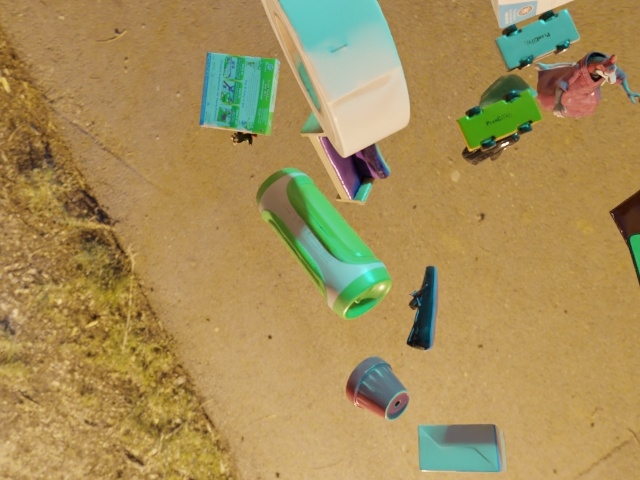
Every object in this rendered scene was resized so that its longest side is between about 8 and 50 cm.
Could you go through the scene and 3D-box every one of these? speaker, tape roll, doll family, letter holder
[{"bbox_3d":[0.000,0.000,0.937,0.131,0.131,0.296,-51,61,24],"label":"speaker"},{"bbox_3d":[0.012,-0.258,0.684,0.100,0.286,0.286,-26,114,1],"label":"tape roll"},{"bbox_3d":[-0.268,-0.433,1.809,0.112,0.076,0.192,-13,95,13],"label":"doll family"},{"bbox_3d":[1.066,-0.077,1.490,0.152,0.214,0.302,4,147,-21],"label":"letter holder"}]

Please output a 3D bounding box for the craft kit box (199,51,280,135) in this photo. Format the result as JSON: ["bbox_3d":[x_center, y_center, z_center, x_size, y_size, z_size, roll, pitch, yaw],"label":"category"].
[{"bbox_3d":[-0.274,-0.494,1.705,0.247,0.061,0.249,11,98,14],"label":"craft kit box"}]

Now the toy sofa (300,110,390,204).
[{"bbox_3d":[0.095,-0.292,1.727,0.177,0.150,0.362,7,147,32],"label":"toy sofa"}]

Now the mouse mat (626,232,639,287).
[{"bbox_3d":[0.514,0.041,0.648,0.190,0.152,0.007,-3,137,19],"label":"mouse mat"}]

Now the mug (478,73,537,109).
[{"bbox_3d":[0.462,-0.353,1.293,0.158,0.129,0.097,-40,84,-20],"label":"mug"}]

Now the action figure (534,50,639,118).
[{"bbox_3d":[0.884,-0.540,1.669,0.248,0.370,0.275,-3,83,4],"label":"action figure"}]

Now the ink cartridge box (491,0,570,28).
[{"bbox_3d":[0.237,-0.265,0.435,0.180,0.104,0.060,-17,82,19],"label":"ink cartridge box"}]

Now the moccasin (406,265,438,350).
[{"bbox_3d":[0.401,0.259,2.002,0.117,0.341,0.137,3,157,21],"label":"moccasin"}]

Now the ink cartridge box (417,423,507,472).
[{"bbox_3d":[0.272,0.391,0.941,0.134,0.077,0.231,-9,153,21],"label":"ink cartridge box"}]

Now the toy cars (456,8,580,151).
[{"bbox_3d":[0.452,-0.368,1.188,0.177,0.087,0.393,26,88,-1],"label":"toy cars"}]

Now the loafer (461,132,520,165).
[{"bbox_3d":[0.549,-0.295,1.607,0.078,0.076,0.223,42,155,-15],"label":"loafer"}]

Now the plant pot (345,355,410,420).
[{"bbox_3d":[0.223,0.559,1.865,0.201,0.180,0.201,-19,123,-32],"label":"plant pot"}]
